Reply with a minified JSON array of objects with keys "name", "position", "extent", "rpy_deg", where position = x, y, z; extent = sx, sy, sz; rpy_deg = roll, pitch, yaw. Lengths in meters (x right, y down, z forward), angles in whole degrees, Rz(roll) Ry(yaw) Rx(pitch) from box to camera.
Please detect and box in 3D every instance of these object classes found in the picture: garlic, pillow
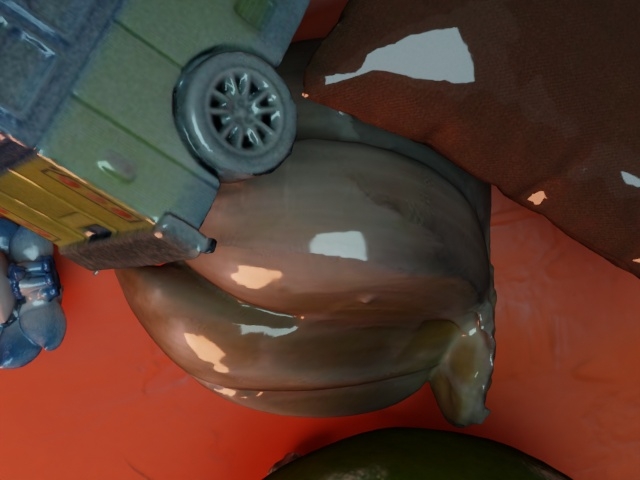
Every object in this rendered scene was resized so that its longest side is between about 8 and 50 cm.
[{"name":"garlic","position":[0.000,0.000,0.548],"extent":[0.292,0.210,0.237],"rpy_deg":[22,132,-13]},{"name":"pillow","position":[0.185,-0.134,0.480],"extent":[0.308,0.108,0.305],"rpy_deg":[30,79,-12]}]

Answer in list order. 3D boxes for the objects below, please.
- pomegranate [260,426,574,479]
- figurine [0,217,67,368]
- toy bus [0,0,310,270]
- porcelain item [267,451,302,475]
[{"name":"pomegranate","position":[0.081,0.221,0.486],"extent":[0.310,0.358,0.216],"rpy_deg":[8,77,-23]},{"name":"figurine","position":[-0.225,0.039,0.550],"extent":[0.114,0.079,0.114],"rpy_deg":[1,75,-2]},{"name":"toy bus","position":[-0.089,-0.155,0.410],"extent":[0.190,0.152,0.312],"rpy_deg":[33,68,-27]},{"name":"porcelain item","position":[-0.027,0.199,0.624],"extent":[0.036,0.028,0.083],"rpy_deg":[9,99,-23]}]
